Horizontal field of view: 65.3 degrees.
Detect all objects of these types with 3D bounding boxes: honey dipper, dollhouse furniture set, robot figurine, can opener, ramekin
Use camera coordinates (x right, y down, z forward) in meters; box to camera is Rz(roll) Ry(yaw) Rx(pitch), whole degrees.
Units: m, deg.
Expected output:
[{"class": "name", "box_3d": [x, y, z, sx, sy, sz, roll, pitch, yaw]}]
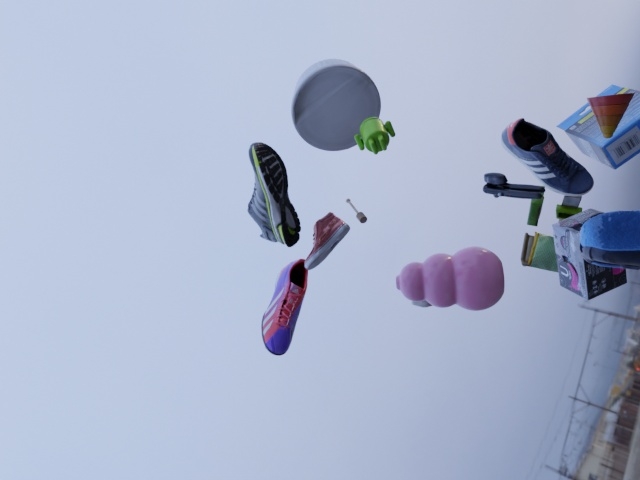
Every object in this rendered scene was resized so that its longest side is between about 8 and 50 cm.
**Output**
[{"class": "honey dipper", "box_3d": [0.129, -0.113, 1.845, 0.030, 0.160, 0.030, -10, -57, -15]}, {"class": "dollhouse furniture set", "box_3d": [0.892, -0.039, 1.910, 0.151, 0.197, 0.301, 71, -144, -53]}, {"class": "robot figurine", "box_3d": [0.139, -0.273, 1.288, 0.067, 0.101, 0.115, 54, -163, -44]}, {"class": "can opener", "box_3d": [0.565, -0.149, 1.474, 0.059, 0.186, 0.073, -54, -44, -13]}, {"class": "ramekin", "box_3d": [0.039, -0.418, 1.508, 0.127, 0.273, 0.273, -103, -8, -48]}]

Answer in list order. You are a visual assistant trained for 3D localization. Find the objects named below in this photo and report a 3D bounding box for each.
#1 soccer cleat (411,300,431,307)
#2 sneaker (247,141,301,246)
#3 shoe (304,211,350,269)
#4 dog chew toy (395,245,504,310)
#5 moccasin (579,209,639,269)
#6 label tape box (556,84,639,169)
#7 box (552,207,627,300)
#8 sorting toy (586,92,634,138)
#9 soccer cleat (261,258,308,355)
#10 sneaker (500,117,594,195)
[{"class": "soccer cleat", "box_3d": [0.362, 0.165, 1.785, 0.196, 0.076, 0.068, -72, -18, -56]}, {"class": "sneaker", "box_3d": [-0.153, -0.119, 1.369, 0.111, 0.121, 0.300, -41, -56, -54]}, {"class": "shoe", "box_3d": [0.000, 0.000, 1.465, 0.178, 0.081, 0.063, -47, -19, -2]}, {"class": "dog chew toy", "box_3d": [0.410, 0.126, 1.607, 0.206, 0.332, 0.206, -4, -90, -79]}, {"class": "moccasin", "box_3d": [0.666, -0.001, 0.922, 0.117, 0.342, 0.138, 59, -137, -57]}, {"class": "label tape box", "box_3d": [1.004, -0.396, 1.704, 0.106, 0.240, 0.333, 47, -164, -18]}, {"class": "box", "box_3d": [0.896, 0.044, 1.672, 0.163, 0.142, 0.247, -22, -69, -8]}, {"class": "sorting toy", "box_3d": [0.927, -0.347, 1.364, 0.127, 0.365, 0.126, -18, -71, -46]}, {"class": "soccer cleat", "box_3d": [-0.104, 0.199, 1.562, 0.108, 0.116, 0.318, 24, -126, -16]}, {"class": "sneaker", "box_3d": [0.762, -0.280, 1.665, 0.131, 0.350, 0.148, -51, -12, -5]}]
